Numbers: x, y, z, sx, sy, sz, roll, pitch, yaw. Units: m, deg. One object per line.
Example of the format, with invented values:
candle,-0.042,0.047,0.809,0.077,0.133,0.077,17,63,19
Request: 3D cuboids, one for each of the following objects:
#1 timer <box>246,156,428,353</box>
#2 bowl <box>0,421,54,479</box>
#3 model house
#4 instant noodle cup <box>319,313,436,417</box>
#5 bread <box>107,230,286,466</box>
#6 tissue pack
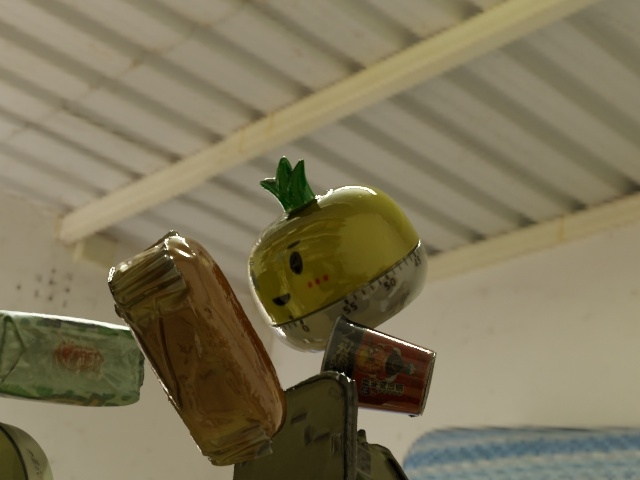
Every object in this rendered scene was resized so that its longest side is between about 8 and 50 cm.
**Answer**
timer,0.000,0.000,1.827,0.285,0.285,0.285,6,-26,3
bowl,-0.476,0.366,1.807,0.237,0.238,0.126,-6,-7,27
model house,0.050,0.322,1.533,0.205,0.218,0.278,-27,-45,35
instant noodle cup,0.074,0.170,1.609,0.135,0.127,0.127,13,-25,9
bread,-0.124,0.113,1.319,0.107,0.136,0.241,-28,-78,4
tissue pack,-0.428,0.170,1.826,0.228,0.128,0.311,12,-10,-39
